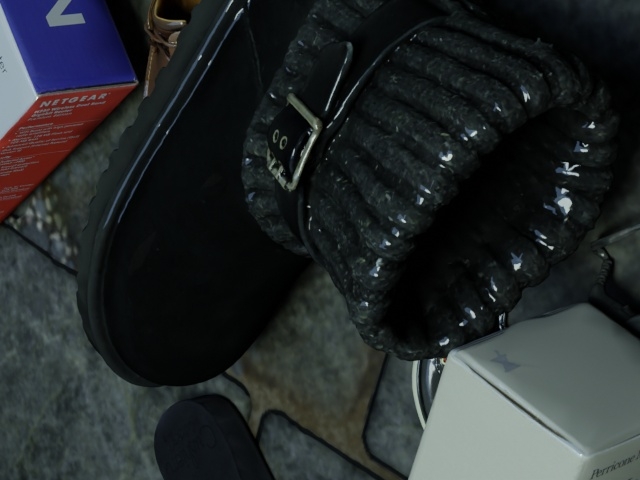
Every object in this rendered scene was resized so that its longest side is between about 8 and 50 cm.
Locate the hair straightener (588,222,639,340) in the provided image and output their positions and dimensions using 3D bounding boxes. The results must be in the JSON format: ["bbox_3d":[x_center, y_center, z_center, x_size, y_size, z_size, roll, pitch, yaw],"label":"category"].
[{"bbox_3d":[0.223,0.054,0.824,0.230,0.047,0.089,39,121,35],"label":"hair straightener"}]

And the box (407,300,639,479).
[{"bbox_3d":[0.100,0.176,0.876,0.094,0.113,0.275,39,130,34],"label":"box"}]

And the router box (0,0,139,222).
[{"bbox_3d":[-0.290,-0.181,1.183,0.301,0.082,0.335,-35,73,47],"label":"router box"}]

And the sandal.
[{"bbox_3d":[-0.040,0.216,1.067,0.254,0.054,0.097,51,126,23],"label":"sandal"}]

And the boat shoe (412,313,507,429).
[{"bbox_3d":[0.082,0.060,0.938,0.042,0.049,0.133,6,96,49],"label":"boat shoe"}]

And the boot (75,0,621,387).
[{"bbox_3d":[-0.003,-0.001,0.913,0.260,0.131,0.348,49,126,41],"label":"boot"}]

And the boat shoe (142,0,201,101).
[{"bbox_3d":[-0.085,-0.135,1.047,0.064,0.060,0.178,36,119,32],"label":"boat shoe"}]
